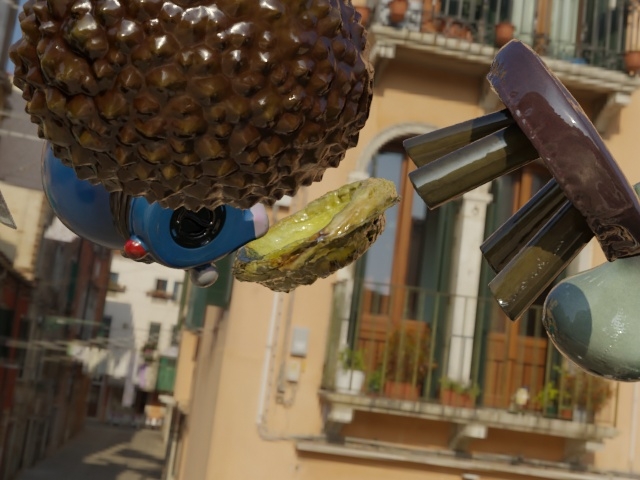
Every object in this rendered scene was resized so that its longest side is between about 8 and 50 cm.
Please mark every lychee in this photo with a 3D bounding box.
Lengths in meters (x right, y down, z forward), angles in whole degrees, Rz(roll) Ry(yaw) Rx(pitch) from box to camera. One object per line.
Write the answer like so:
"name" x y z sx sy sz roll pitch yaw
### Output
"lychee" -0.094 -0.138 0.680 0.267 0.267 0.267 7 -10 1

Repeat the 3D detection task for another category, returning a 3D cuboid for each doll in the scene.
"doll" -0.240 -0.085 1.242 0.240 0.284 0.310 -26 39 -25

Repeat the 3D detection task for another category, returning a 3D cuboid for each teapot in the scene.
"teapot" 0.410 0.055 1.203 0.183 0.251 0.183 14 30 -8

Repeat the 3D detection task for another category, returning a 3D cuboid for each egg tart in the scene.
"egg tart" 0.000 0.000 1.307 0.279 0.095 0.279 -29 10 6

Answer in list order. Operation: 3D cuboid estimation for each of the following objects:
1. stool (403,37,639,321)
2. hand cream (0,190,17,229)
"stool" 0.222 -0.062 0.997 0.178 0.272 0.272 -35 -24 14
"hand cream" -0.294 -0.093 0.546 0.248 0.083 0.133 21 -36 19
